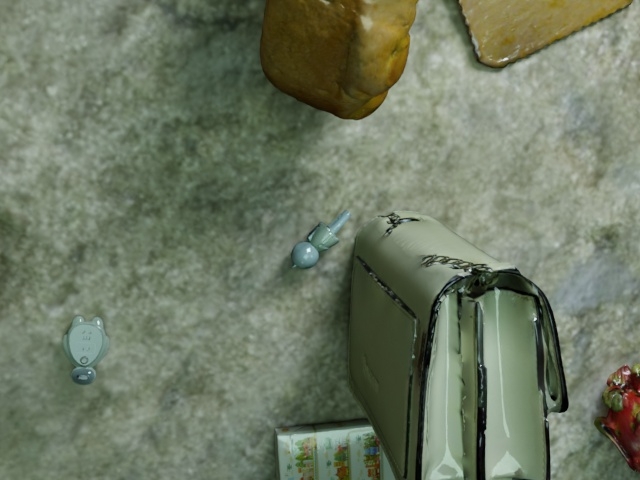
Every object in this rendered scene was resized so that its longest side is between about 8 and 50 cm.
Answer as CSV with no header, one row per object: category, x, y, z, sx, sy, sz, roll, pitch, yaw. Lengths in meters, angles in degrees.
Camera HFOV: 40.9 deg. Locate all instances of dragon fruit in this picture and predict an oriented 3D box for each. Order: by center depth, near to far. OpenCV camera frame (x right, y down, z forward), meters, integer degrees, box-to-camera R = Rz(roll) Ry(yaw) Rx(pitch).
dragon fruit,0.449,0.246,1.138,0.172,0.166,0.160,36,136,15

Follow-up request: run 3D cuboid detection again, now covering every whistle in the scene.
whistle,0.000,0.000,1.069,0.100,0.035,0.035,-44,105,-1

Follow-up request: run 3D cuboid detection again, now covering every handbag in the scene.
handbag,0.131,0.108,0.948,0.160,0.358,0.236,-5,102,-8

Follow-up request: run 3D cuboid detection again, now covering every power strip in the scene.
power strip,-0.286,0.134,1.047,0.055,0.035,0.083,4,86,-11

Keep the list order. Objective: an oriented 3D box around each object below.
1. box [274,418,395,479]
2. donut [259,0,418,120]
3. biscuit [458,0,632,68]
box,0.052,0.297,1.136,0.221,0.032,0.122,-4,102,-11
donut,0.032,-0.289,0.902,0.150,0.299,0.317,12,70,-1
biscuit,0.266,-0.355,1.051,0.237,0.013,0.232,-27,111,-6
